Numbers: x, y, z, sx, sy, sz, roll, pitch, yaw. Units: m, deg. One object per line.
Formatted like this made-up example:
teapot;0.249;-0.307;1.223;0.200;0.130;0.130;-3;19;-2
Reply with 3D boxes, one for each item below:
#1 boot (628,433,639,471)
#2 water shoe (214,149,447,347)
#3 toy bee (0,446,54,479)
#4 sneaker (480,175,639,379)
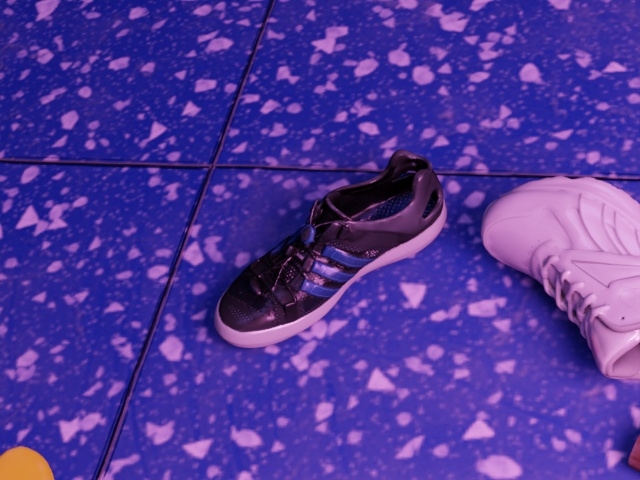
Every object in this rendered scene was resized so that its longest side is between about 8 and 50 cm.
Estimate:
boot;0.266;0.126;0.847;0.114;0.037;0.106;26;60;37
water shoe;0.000;0.000;0.995;0.203;0.080;0.073;-33;50;-12
toy bee;-0.174;0.212;0.818;0.162;0.195;0.298;-21;31;-35
sneaker;0.199;0.034;0.899;0.232;0.090;0.115;22;56;31
